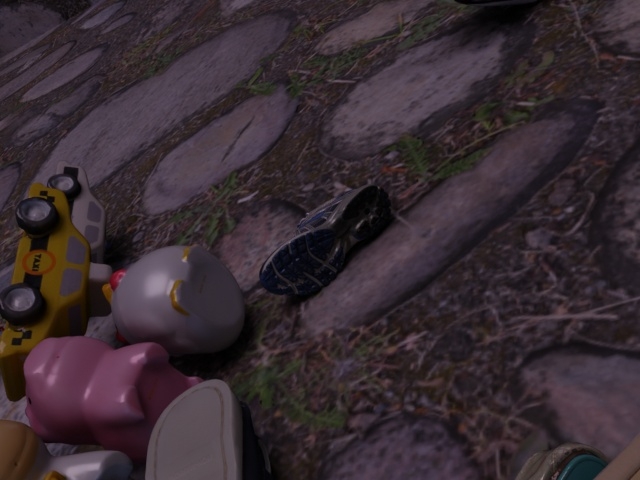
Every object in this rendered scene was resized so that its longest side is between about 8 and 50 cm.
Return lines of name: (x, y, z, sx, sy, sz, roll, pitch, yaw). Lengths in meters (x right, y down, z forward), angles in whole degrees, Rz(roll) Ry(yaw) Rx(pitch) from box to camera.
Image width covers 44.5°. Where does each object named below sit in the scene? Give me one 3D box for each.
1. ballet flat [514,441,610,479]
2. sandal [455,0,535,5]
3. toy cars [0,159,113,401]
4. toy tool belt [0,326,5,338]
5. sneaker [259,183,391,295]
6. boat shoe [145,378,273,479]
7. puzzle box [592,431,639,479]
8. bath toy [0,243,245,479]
ballet flat: (0.089, 0.171, 0.382, 0.168, 0.057, 0.052, -46, 5, -22)
sandal: (0.222, -0.298, 0.856, 0.265, 0.076, 0.102, -16, 46, -7)
toy cars: (-0.251, 0.024, 0.797, 0.087, 0.177, 0.393, 5, 10, -13)
toy tool belt: (-0.332, 0.112, 0.859, 0.051, 0.052, 0.083, -14, 25, -28)
sneaker: (0.000, 0.000, 0.692, 0.135, 0.052, 0.058, -36, 21, -15)
boat shoe: (-0.064, 0.193, 0.458, 0.095, 0.079, 0.255, -32, 29, 9)
puzzle box: (0.307, 0.101, 0.204, 0.272, 0.052, 0.408, -36, 30, -23)
bath toy: (-0.170, 0.136, 0.581, 0.129, 0.151, 0.348, -27, 27, 34)
